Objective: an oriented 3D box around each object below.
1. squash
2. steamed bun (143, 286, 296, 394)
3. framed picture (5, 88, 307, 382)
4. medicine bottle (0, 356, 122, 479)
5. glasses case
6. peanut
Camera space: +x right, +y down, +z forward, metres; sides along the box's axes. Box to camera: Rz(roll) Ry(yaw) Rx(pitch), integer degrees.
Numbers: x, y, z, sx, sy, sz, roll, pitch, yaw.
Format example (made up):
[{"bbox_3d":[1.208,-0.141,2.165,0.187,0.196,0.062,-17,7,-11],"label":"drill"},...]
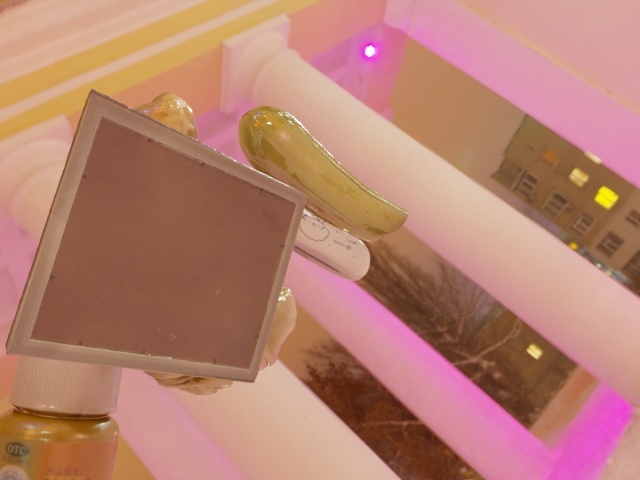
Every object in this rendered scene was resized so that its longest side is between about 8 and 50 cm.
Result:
[{"bbox_3d":[0.000,-0.079,0.804,0.083,0.250,0.083,-47,18,21],"label":"squash"},{"bbox_3d":[-0.213,0.164,1.174,0.289,0.276,0.203,-7,-59,-36],"label":"steamed bun"},{"bbox_3d":[-0.128,0.017,0.581,0.274,0.017,0.217,25,-101,-49],"label":"framed picture"},{"bbox_3d":[-0.486,0.384,1.161,0.224,0.224,0.385,37,-120,-70],"label":"medicine bottle"},{"bbox_3d":[0.000,0.000,1.046,0.049,0.197,0.076,-34,32,47],"label":"glasses case"},{"bbox_3d":[-0.217,-0.063,0.726,0.103,0.098,0.230,14,-80,-35],"label":"peanut"}]
